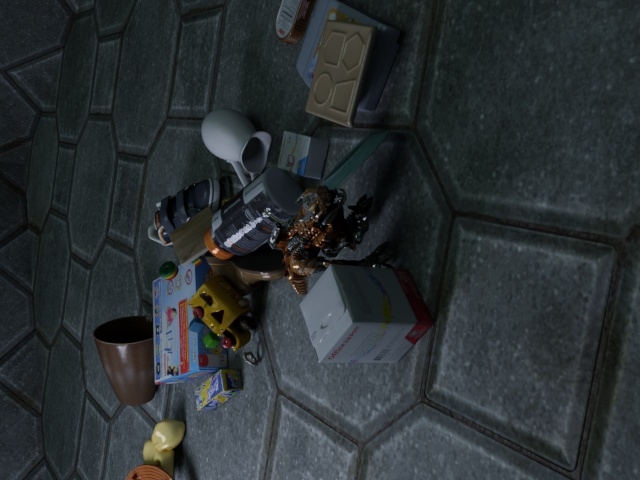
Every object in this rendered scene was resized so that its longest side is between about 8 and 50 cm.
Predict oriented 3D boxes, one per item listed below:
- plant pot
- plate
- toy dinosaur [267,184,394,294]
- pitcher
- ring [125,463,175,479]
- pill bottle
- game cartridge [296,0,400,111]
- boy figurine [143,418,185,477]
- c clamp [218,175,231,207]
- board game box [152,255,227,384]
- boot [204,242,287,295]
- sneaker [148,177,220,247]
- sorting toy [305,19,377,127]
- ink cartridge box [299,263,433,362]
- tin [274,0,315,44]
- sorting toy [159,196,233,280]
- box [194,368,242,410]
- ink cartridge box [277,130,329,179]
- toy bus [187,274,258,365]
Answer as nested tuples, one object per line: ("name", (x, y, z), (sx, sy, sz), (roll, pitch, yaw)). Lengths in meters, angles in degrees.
("plant pot", (-0.567, 0.375, 2.238), (0.215, 0.215, 0.230), (23, 119, 55))
("plate", (0.059, -0.151, 1.397), (0.188, 0.024, 0.188), (-44, 7, 7))
("toy dinosaur", (0.000, 0.000, 1.373), (0.322, 0.218, 0.164), (143, 119, -67))
("pitcher", (-0.214, -0.231, 1.861), (0.207, 0.125, 0.178), (37, 131, 40))
("ring", (-0.454, 0.786, 2.029), (0.336, 0.032, 0.337), (6, 99, 38))
("pill bottle", (-0.159, -0.050, 1.679), (0.245, 0.130, 0.130), (-35, 55, 32))
("game cartridge", (0.047, -0.388, 1.539), (0.297, 0.062, 0.198), (47, 119, 49))
("boy figurine", (-0.461, 0.633, 2.112), (0.177, 0.092, 0.285), (29, 109, 55))
("c clamp", (-0.274, -0.091, 2.009), (0.161, 0.022, 0.137), (-59, 36, 35))
("board game box", (-0.368, 0.226, 2.038), (0.302, 0.086, 0.308), (-25, 64, 52))
("boot", (-0.162, 0.076, 1.769), (0.305, 0.112, 0.115), (5, 119, 53))
("sneaker", (-0.388, -0.070, 2.062), (0.321, 0.127, 0.126), (-45, 45, 47))
("sorting toy", (0.043, -0.334, 1.462), (0.208, 0.038, 0.193), (36, 115, 58))
("ink cartridge box", (0.077, 0.131, 1.297), (0.128, 0.176, 0.127), (-54, 44, 37))
("tin", (-0.057, -0.559, 1.737), (0.106, 0.040, 0.190), (53, 128, 51))
("sorting toy", (-0.309, -0.008, 1.928), (0.274, 0.046, 0.132), (-35, 47, 2))
("box", (-0.262, 0.383, 1.883), (0.169, 0.054, 0.059), (-41, 53, 45))
("ink cartridge box", (-0.041, -0.191, 1.639), (0.122, 0.052, 0.088), (25, 106, 57))
("toy bus", (-0.214, 0.176, 1.761), (0.104, 0.202, 0.191), (-49, 36, 17))
